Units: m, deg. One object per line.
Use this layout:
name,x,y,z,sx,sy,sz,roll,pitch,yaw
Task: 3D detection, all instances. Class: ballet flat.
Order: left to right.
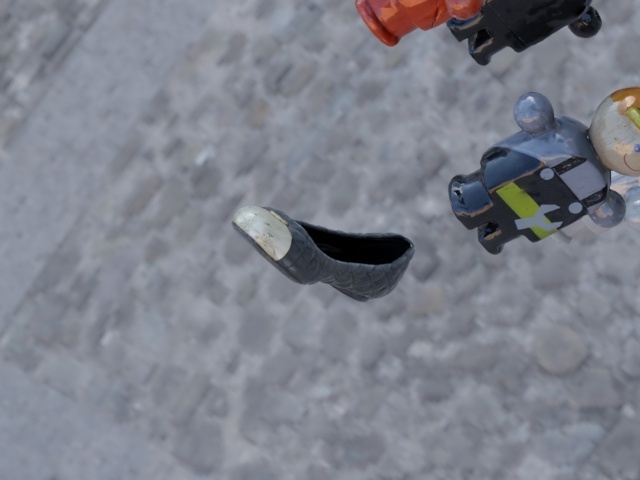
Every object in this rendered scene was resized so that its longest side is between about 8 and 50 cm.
ballet flat,0.000,0.000,1.102,0.049,0.173,0.057,-49,62,12

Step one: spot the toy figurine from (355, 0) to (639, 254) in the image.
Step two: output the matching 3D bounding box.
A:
toy figurine,0.144,-0.105,1.053,0.148,0.213,0.209,-29,76,24
